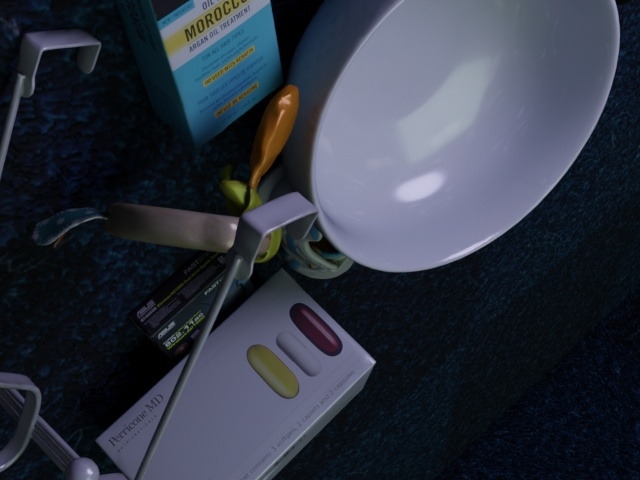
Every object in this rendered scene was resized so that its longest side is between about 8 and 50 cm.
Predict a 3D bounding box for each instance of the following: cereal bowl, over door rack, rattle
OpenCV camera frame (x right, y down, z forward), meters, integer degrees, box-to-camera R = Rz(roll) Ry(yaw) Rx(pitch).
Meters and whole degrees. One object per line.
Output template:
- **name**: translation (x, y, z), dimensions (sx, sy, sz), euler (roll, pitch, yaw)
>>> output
- **cereal bowl**: translation (0.103, -0.142, 0.888), dimensions (0.339, 0.141, 0.339), euler (-22, 137, -21)
- **over door rack**: translation (-0.186, 0.044, 0.659), dimensions (0.324, 0.239, 0.108), euler (-59, 158, 19)
- **rattle**: translation (-0.126, -0.053, 0.749), dimensions (0.130, 0.199, 0.143), euler (-24, 119, -57)

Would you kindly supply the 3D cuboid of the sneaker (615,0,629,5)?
- **sneaker**: translation (0.190, -0.338, 0.888), dimensions (0.330, 0.122, 0.146), euler (12, 87, -46)

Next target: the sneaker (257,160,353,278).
- **sneaker**: translation (0.000, 0.000, 1.048), dimensions (0.087, 0.092, 0.229), euler (-49, 155, -4)

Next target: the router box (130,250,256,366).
- **router box**: translation (-0.128, 0.066, 0.996), dimensions (0.122, 0.038, 0.092), euler (-43, 153, -12)

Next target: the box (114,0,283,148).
- **box**: translation (-0.094, -0.184, 0.696), dimensions (0.100, 0.060, 0.244), euler (-40, 153, -18)

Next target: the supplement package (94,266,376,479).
- **supplement package**: translation (-0.087, 0.188, 1.053), dimensions (0.262, 0.145, 0.204), euler (-43, 169, -13)
